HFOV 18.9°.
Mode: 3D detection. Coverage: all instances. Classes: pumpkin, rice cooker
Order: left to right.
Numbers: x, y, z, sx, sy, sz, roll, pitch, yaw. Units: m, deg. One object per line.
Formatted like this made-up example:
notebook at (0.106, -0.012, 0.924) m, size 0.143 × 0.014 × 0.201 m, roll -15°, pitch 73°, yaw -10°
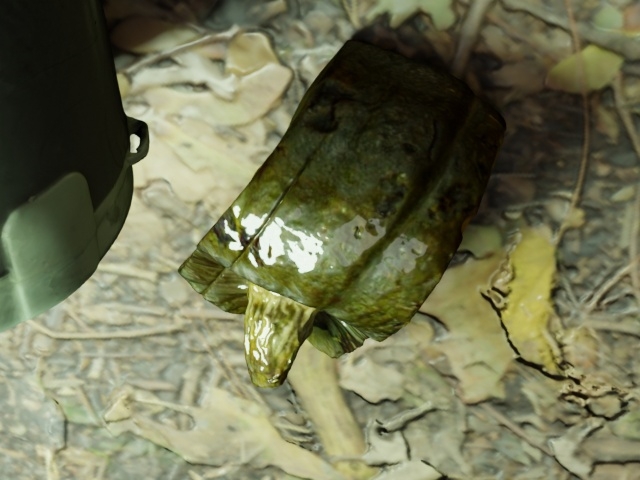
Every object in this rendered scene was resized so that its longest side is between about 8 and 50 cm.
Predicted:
rice cooker at (-0.250, -0.090, 1.043) m, size 0.288 × 0.288 × 0.277 m, roll 2°, pitch 128°, yaw 10°
pumpkin at (-0.003, 0.005, 1.160) m, size 0.131 × 0.126 × 0.248 m, roll 26°, pitch 128°, yaw -7°
